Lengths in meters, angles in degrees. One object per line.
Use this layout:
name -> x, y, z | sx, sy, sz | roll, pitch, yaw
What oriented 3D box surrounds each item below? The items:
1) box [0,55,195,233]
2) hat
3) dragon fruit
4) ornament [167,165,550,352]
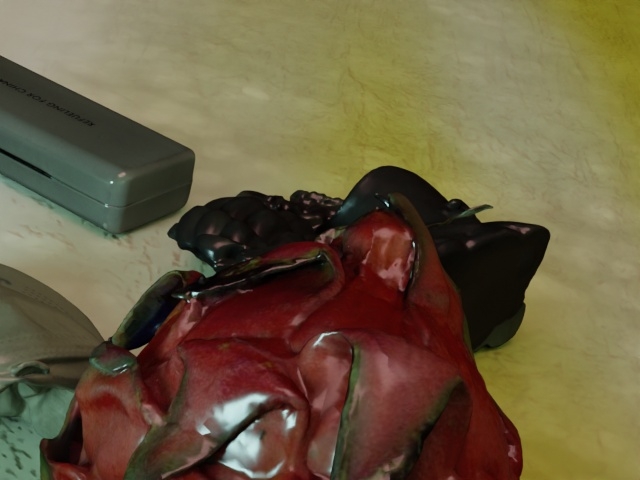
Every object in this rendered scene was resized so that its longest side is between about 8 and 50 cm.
box -> -0.221, -0.085, 1.116 | 0.244, 0.055, 0.103 | 26, 29, 25
hat -> -0.207, 0.045, 0.796 | 0.214, 0.149, 0.244 | 5, 38, -18
dragon fruit -> 0.003, 0.093, 0.649 | 0.234, 0.293, 0.234 | 30, -14, 8
ornament -> 0.000, 0.000, 1.023 | 0.251, 0.106, 0.260 | -12, 31, -44
